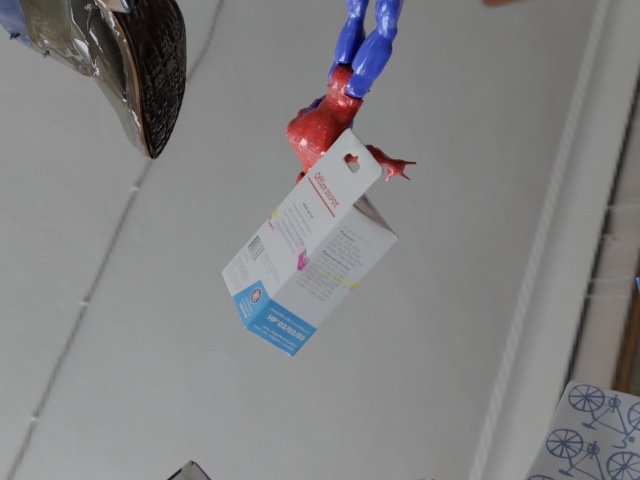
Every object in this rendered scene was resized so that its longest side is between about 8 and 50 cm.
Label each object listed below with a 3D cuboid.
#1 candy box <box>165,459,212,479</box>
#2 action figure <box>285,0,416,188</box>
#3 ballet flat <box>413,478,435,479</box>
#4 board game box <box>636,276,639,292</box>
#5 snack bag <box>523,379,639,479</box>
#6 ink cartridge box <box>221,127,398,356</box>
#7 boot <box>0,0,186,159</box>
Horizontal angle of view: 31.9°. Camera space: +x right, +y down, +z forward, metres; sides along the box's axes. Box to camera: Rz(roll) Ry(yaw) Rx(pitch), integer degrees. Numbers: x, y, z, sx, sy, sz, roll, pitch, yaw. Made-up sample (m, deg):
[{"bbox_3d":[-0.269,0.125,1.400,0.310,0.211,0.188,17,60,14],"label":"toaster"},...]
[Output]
[{"bbox_3d":[-0.084,0.276,0.872,0.070,0.196,0.165,-37,-102,-26],"label":"candy box"},{"bbox_3d":[0.056,-0.166,1.133,0.139,0.091,0.280,6,-66,-51],"label":"action figure"},{"bbox_3d":[0.151,0.373,1.212,0.077,0.091,0.241,88,163,-65],"label":"ballet flat"},{"bbox_3d":[0.364,0.042,0.906,0.136,0.201,0.035,42,-142,-64],"label":"board game box"},{"bbox_3d":[0.276,0.280,0.855,0.343,0.323,0.037,-56,-40,-28],"label":"snack bag"},{"bbox_3d":[0.000,0.000,0.994,0.061,0.104,0.181,35,-78,-30],"label":"ink cartridge box"},{"bbox_3d":[-0.156,-0.147,0.756,0.219,0.106,0.082,88,-159,-51],"label":"boot"}]
